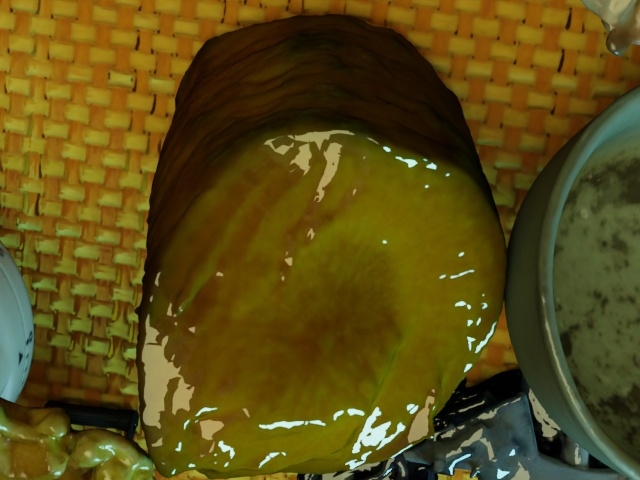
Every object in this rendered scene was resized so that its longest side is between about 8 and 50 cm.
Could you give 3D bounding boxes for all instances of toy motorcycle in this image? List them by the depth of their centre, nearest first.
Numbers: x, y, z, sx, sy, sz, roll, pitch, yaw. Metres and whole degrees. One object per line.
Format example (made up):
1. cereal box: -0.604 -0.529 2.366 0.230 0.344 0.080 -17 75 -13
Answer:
1. toy motorcycle: 0.123 0.181 1.235 0.270 0.106 0.159 -26 97 11

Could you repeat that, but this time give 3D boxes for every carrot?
1. carrot: 0.000 0.000 1.095 0.242 0.340 0.241 -1 122 -2

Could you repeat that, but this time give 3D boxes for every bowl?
1. bowl: 0.235 0.038 1.127 0.289 0.146 0.289 3 82 -26

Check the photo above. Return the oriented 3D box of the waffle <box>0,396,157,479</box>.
1. waffle: -0.234 0.167 1.058 0.301 0.058 0.281 2 146 14

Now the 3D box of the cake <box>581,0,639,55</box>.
1. cake: 0.308 -0.233 0.981 0.307 0.293 0.314 31 113 -9

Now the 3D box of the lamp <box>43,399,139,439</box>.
1. lamp: -0.200 0.264 1.271 0.147 0.172 0.227 6 110 7

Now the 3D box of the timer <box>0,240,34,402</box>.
1. timer: -0.329 0.076 1.188 0.234 0.240 0.233 2 109 7
